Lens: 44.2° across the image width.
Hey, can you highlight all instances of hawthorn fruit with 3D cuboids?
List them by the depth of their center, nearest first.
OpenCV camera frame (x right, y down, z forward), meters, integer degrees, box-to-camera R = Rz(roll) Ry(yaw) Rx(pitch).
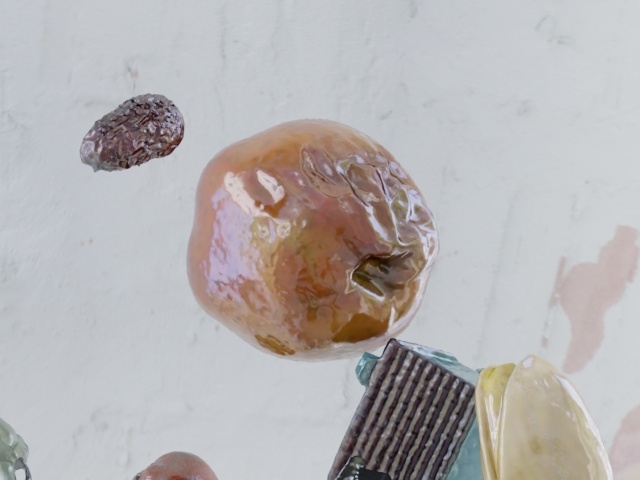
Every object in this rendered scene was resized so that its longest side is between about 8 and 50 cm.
[{"bbox_3d":[0.000,0.000,1.416,0.472,0.472,0.471,-3,-74,-13],"label":"hawthorn fruit"},{"bbox_3d":[-0.277,0.564,1.594,0.210,0.210,0.262,-38,-93,-1],"label":"hawthorn fruit"}]

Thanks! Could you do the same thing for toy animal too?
[{"bbox_3d":[-0.544,0.317,1.323,0.073,0.176,0.217,-27,-77,-8],"label":"toy animal"}]

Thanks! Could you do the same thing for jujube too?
[{"bbox_3d":[-0.258,-0.149,1.108,0.166,0.104,0.104,-49,-62,-45],"label":"jujube"}]

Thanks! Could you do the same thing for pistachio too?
[{"bbox_3d":[0.214,0.213,0.759,0.145,0.117,0.200,-23,-80,-52],"label":"pistachio"}]

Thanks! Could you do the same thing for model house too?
[{"bbox_3d":[0.139,0.307,1.247,0.249,0.230,0.280,23,-84,-6],"label":"model house"}]

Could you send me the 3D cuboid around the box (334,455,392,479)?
[{"bbox_3d":[0.021,0.466,0.917,0.091,0.350,0.359,6,-87,15],"label":"box"}]
